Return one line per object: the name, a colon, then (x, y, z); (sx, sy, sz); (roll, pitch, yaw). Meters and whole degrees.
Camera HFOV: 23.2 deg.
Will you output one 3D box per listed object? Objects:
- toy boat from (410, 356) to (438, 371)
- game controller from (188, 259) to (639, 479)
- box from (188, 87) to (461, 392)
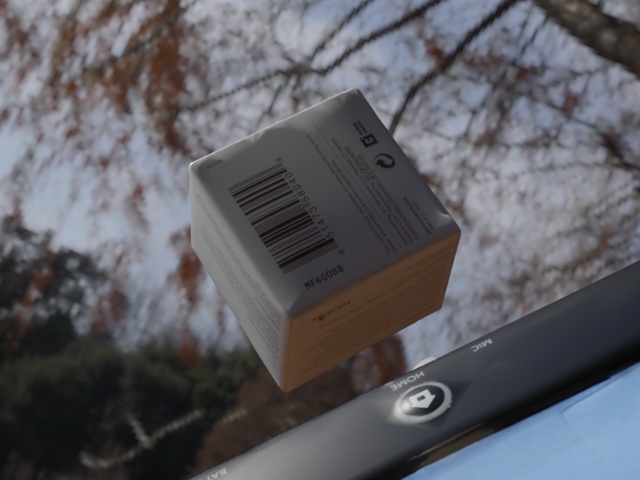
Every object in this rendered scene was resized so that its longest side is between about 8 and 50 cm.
toy boat: (0.074, 0.213, 1.173); (0.148, 0.267, 0.318); (37, -45, 5)
game controller: (0.048, 0.078, 0.296); (0.166, 0.319, 0.067); (58, -10, 46)
box: (0.000, 0.000, 0.783); (0.101, 0.102, 0.087); (56, -20, 24)
